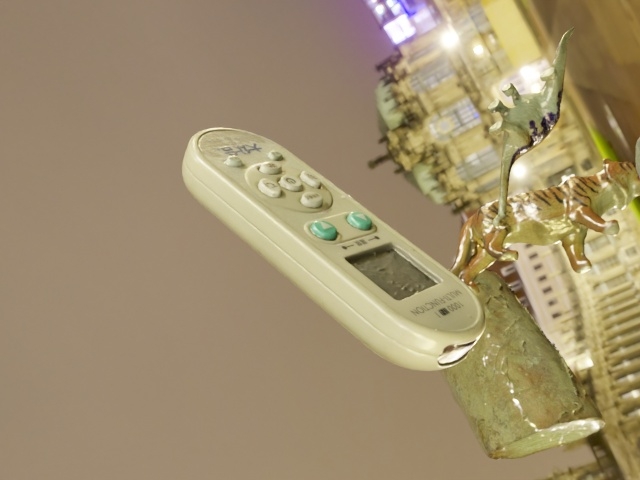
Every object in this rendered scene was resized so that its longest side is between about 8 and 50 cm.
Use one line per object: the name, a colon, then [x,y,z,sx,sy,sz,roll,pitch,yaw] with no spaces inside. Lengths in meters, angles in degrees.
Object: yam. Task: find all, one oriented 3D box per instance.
yam: [0.262,0.188,1.119,0.168,0.168,0.304,45,-167,-41]

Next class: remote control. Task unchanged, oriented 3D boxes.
remote control: [0.000,0.000,0.461,0.221,0.042,0.078,40,-148,26]

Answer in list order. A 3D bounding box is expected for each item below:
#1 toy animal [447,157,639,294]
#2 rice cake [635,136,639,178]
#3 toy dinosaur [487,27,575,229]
toy animal: [0.219,-0.012,0.774,0.099,0.241,0.056,-92,-21,-48]
rice cake: [0.366,-0.032,0.625,0.042,0.222,0.080,103,-179,-56]
toy dinosaur: [0.150,-0.096,0.559,0.037,0.180,0.058,22,167,44]
